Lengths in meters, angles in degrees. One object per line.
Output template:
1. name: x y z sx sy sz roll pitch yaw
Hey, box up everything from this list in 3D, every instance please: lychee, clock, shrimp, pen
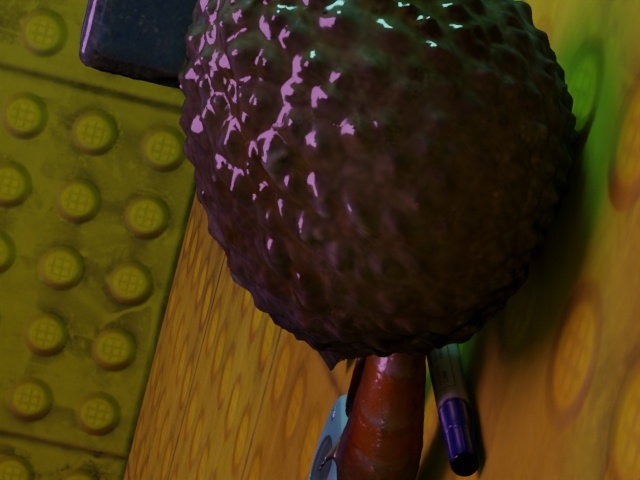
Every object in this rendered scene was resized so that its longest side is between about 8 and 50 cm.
1. lychee: 0.030 -0.060 1.115 0.255 0.274 0.255 -36 28 23
2. clock: 0.015 0.202 1.425 0.108 0.045 0.147 -90 16 -56
3. shrimp: 0.040 0.128 1.280 0.150 0.068 0.249 -79 0 -61
4. pen: 0.085 0.093 1.229 0.204 0.025 0.025 -95 21 -61

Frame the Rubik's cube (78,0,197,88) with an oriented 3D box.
1. Rubik's cube: -0.038 -0.281 1.608 0.304 0.301 0.305 -120 44 -76

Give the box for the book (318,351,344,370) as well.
1. book: 0.000 0.000 1.554 0.160 0.024 0.228 55 153 14
